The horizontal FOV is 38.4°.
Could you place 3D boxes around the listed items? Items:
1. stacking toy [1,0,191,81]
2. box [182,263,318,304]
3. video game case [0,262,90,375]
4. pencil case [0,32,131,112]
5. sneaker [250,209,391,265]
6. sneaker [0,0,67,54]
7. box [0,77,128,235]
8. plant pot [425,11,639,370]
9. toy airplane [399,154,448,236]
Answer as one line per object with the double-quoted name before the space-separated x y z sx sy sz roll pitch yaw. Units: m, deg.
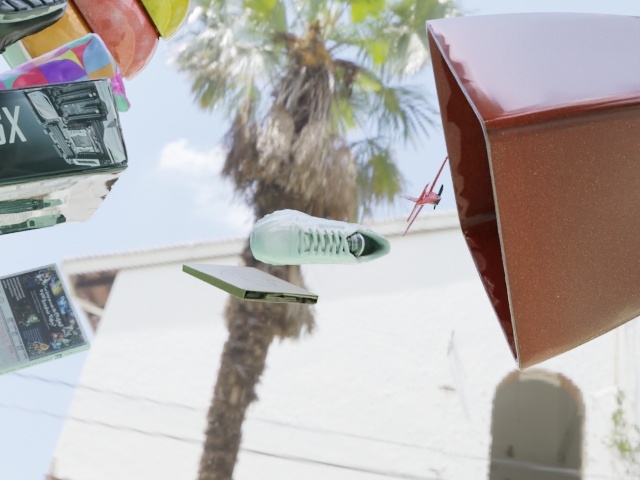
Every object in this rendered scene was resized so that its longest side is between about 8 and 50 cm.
"stacking toy" -0.357 -0.444 1.687 0.480 0.350 0.350 -31 -43 -2
"box" -0.127 0.076 1.641 0.164 0.021 0.201 7 8 -41
"video game case" -0.482 0.126 1.474 0.173 0.190 0.022 -15 -41 -24
"pencil case" -0.325 -0.138 0.995 0.104 0.236 0.104 48 -22 26
"sneaker" 0.000 0.000 1.448 0.235 0.090 0.095 -1 7 -36
"sneaker" -0.359 -0.172 0.817 0.107 0.283 0.124 41 -48 20
"box" -0.332 -0.046 0.750 0.307 0.076 0.242 -11 -5 -23
"plant pot" 0.259 -0.076 0.893 0.236 0.267 0.267 -13 -57 3
"toy airplane" 0.160 -0.065 1.402 0.028 0.151 0.151 34 -30 20
